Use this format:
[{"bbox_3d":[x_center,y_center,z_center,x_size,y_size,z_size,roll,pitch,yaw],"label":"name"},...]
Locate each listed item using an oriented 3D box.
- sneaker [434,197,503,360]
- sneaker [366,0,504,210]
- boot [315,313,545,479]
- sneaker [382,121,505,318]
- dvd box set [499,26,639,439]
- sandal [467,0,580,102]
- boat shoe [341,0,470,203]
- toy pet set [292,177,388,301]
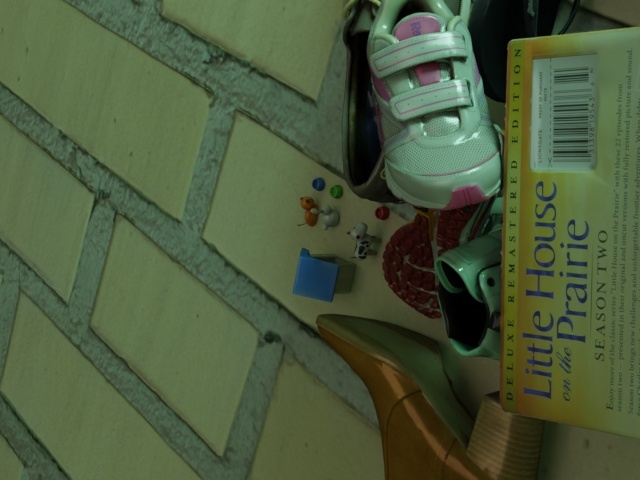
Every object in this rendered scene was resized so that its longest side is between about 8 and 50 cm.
[{"bbox_3d":[0.173,-0.017,1.067,0.094,0.151,0.256,5,92,50],"label":"sneaker"},{"bbox_3d":[0.087,-0.129,1.048,0.111,0.103,0.252,75,179,-46],"label":"sneaker"},{"bbox_3d":[0.082,0.209,1.202,0.295,0.104,0.211,26,109,41],"label":"boot"},{"bbox_3d":[0.129,-0.016,1.177,0.088,0.093,0.225,36,132,21],"label":"sneaker"},{"bbox_3d":[0.298,0.000,0.847,0.420,0.062,0.307,3,93,51],"label":"dvd box set"},{"bbox_3d":[0.198,-0.239,1.080,0.054,0.097,0.254,35,115,43],"label":"sandal"},{"bbox_3d":[0.074,-0.198,1.218,0.116,0.097,0.324,4,93,49],"label":"boat shoe"},{"bbox_3d":[0.000,0.000,1.324,0.122,0.065,0.114,25,108,46],"label":"toy pet set"}]
